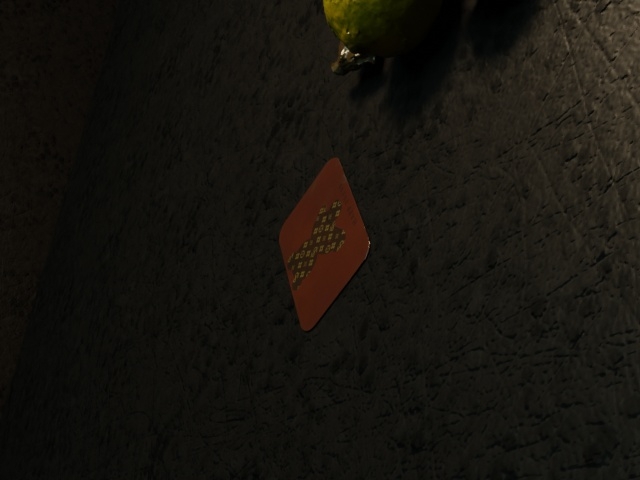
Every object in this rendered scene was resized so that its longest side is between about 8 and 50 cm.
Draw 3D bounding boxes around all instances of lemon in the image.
[{"bbox_3d":[0.091,-0.358,1.318,0.180,0.180,0.193,-44,14,38],"label":"lemon"}]

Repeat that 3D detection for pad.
[{"bbox_3d":[0.000,0.000,1.385,0.181,0.004,0.267,-53,29,24],"label":"pad"}]

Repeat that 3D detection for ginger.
[{"bbox_3d":[0.078,-0.398,1.469,0.122,0.084,0.290,-21,50,61],"label":"ginger"}]
